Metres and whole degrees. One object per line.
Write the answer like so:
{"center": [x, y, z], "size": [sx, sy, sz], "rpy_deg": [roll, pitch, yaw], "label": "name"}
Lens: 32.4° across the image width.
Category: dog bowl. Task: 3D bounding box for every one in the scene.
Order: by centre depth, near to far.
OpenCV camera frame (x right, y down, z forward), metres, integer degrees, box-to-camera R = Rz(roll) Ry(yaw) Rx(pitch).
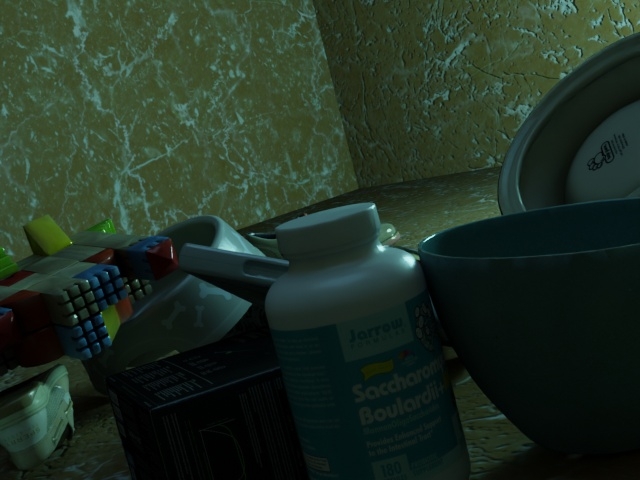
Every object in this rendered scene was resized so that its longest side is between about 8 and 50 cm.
{"center": [0.478, -0.127, 1.700], "size": [0.408, 0.150, 0.408], "rpy_deg": [-38, 30, 26], "label": "dog bowl"}
{"center": [-0.256, 0.092, 1.775], "size": [0.348, 0.102, 0.349], "rpy_deg": [-30, 22, 13], "label": "dog bowl"}

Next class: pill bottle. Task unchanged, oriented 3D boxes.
{"center": [0.036, 0.104, 0.979], "size": [0.146, 0.264, 0.146], "rpy_deg": [-15, 8, 2], "label": "pill bottle"}

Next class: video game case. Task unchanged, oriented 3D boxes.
{"center": [0.027, 0.073, 1.316], "size": [0.300, 0.036, 0.329], "rpy_deg": [10, -9, 18], "label": "video game case"}

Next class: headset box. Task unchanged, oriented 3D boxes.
{"center": [-0.057, 0.175, 1.157], "size": [0.283, 0.131, 0.246], "rpy_deg": [-17, 7, -21], "label": "headset box"}

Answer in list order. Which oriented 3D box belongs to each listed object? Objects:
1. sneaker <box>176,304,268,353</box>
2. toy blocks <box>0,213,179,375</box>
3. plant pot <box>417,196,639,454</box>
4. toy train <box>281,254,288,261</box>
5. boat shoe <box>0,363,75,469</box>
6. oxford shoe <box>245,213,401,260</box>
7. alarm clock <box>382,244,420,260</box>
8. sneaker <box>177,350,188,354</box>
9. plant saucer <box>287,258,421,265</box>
{"center": [-0.116, 0.123, 1.808], "size": [0.268, 0.101, 0.153], "rpy_deg": [-23, 16, -10], "label": "sneaker"}
{"center": [-0.372, 0.091, 1.570], "size": [0.381, 0.191, 0.261], "rpy_deg": [-31, 23, -37], "label": "toy blocks"}
{"center": [0.245, 0.079, 1.001], "size": [0.290, 0.195, 0.290], "rpy_deg": [-8, 8, 1], "label": "plant pot"}
{"center": [0.010, 0.047, 2.202], "size": [0.143, 0.105, 0.248], "rpy_deg": [-2, 9, 9], "label": "toy train"}
{"center": [-0.382, 0.237, 1.475], "size": [0.109, 0.098, 0.302], "rpy_deg": [-26, 4, -7], "label": "boat shoe"}
{"center": [0.000, 0.000, 2.422], "size": [0.348, 0.130, 0.123], "rpy_deg": [-14, 7, 2], "label": "oxford shoe"}
{"center": [0.125, 0.053, 1.886], "size": [0.192, 0.064, 0.129], "rpy_deg": [1, 16, -40], "label": "alarm clock"}
{"center": [-0.109, 0.180, 1.412], "size": [0.300, 0.111, 0.121], "rpy_deg": [-9, -2, -26], "label": "sneaker"}
{"center": [0.089, 0.052, 1.531], "size": [0.259, 0.048, 0.258], "rpy_deg": [11, 6, 5], "label": "plant saucer"}
